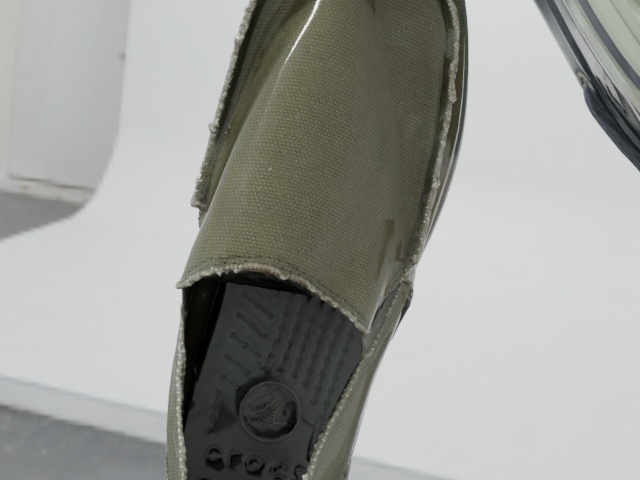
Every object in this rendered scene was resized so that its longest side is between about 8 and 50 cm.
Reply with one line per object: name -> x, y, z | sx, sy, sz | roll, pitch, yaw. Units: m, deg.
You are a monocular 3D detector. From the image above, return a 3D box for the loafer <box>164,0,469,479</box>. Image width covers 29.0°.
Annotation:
loafer -> 0.000, 0.000, 0.436 | 0.094, 0.251, 0.087 | 10, 5, -1

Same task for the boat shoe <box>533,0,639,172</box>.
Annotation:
boat shoe -> 0.148, -0.217, 0.624 | 0.186, 0.500, 0.156 | -20, -31, 6
